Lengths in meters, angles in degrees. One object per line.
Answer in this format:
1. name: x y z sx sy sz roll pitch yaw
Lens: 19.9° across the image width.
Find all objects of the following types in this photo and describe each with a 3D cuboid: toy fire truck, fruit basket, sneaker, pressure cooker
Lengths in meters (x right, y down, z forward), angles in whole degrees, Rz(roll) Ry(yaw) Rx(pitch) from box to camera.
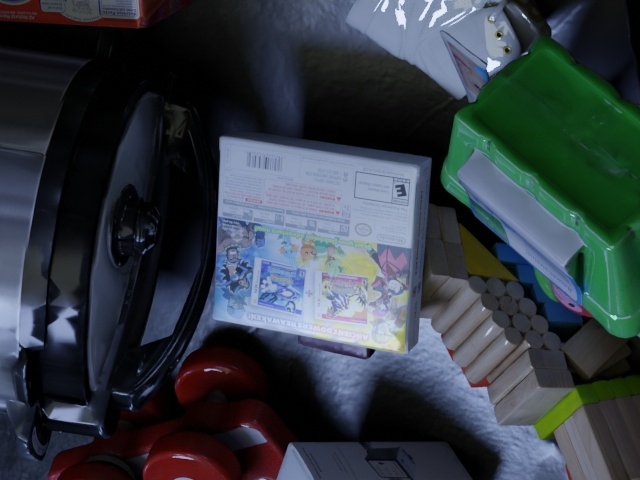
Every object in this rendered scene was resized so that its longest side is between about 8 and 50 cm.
1. toy fire truck: -0.134 0.275 1.985 0.302 0.169 0.254 -20 121 28
2. fruit basket: 0.234 0.003 1.579 0.327 0.165 0.353 44 165 28
3. sneaker: 0.162 -0.260 1.667 0.169 0.108 0.292 38 130 4
4. pressure cooker: -0.310 -0.006 1.799 0.420 0.375 0.370 8 119 6

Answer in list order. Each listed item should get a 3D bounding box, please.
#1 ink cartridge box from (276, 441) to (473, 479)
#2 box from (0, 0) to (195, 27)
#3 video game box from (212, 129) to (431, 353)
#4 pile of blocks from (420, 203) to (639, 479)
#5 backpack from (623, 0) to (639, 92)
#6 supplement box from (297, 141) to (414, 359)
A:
1. ink cartridge box: 0.046 0.283 1.881 0.082 0.190 0.140 54 133 48
2. box: -0.264 -0.291 1.823 0.256 0.122 0.128 5 111 22
3. video game box: 0.000 0.000 1.742 0.205 0.048 0.187 10 105 20
4. pile of blocks: 0.205 0.116 1.792 0.362 0.149 0.113 49 141 9
5. backpack: 0.356 -0.203 1.528 0.213 0.276 0.263 -2 113 10
6. supplement box: 0.036 0.009 1.823 0.080 0.104 0.188 12 114 20
